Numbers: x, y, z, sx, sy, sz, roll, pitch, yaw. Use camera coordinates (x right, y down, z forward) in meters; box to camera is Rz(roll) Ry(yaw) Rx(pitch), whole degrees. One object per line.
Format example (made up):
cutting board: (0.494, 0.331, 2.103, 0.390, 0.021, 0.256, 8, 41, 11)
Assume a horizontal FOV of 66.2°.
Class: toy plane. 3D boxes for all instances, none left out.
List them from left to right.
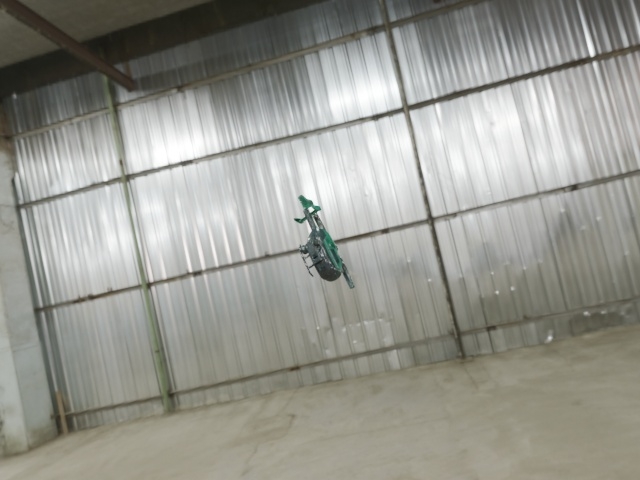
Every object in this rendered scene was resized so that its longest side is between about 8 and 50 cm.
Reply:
toy plane: (0.000, 0.000, 1.050, 0.060, 0.235, 0.096, -37, -21, 34)
